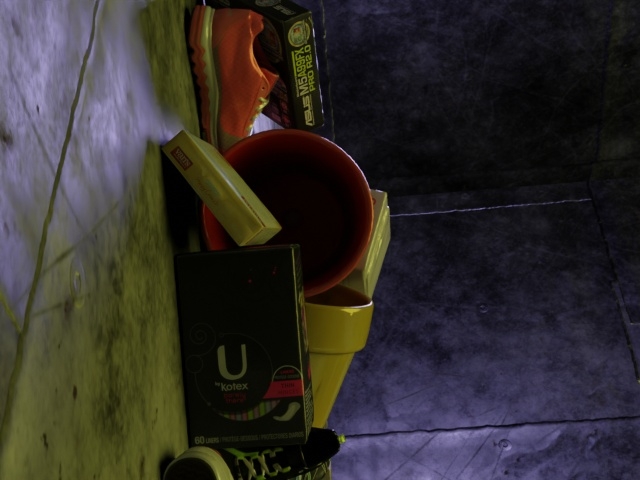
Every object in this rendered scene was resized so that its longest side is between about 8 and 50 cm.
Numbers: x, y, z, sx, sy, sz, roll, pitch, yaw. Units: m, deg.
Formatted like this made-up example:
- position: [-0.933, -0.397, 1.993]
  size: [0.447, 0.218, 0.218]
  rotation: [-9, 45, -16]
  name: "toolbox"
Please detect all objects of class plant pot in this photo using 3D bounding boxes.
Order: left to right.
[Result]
- position: [-0.051, -0.037, 1.732]
  size: [0.243, 0.275, 0.275]
  rotation: [58, 28, -87]
  name: "plant pot"
- position: [-0.053, 0.196, 1.803]
  size: [0.254, 0.254, 0.239]
  rotation: [-67, 169, -82]
  name: "plant pot"

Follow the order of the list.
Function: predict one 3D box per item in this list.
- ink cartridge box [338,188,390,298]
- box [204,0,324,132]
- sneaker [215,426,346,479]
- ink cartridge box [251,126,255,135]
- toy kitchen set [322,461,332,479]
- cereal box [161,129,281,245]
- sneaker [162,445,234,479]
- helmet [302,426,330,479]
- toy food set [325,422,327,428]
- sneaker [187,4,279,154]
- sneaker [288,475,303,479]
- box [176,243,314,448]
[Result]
- position: [0.000, 0.000, 1.963]
  size: [0.168, 0.232, 0.171]
  rotation: [79, 27, -61]
  name: "ink cartridge box"
- position: [-0.103, -0.329, 1.808]
  size: [0.270, 0.060, 0.216]
  rotation: [38, -34, 43]
  name: "box"
- position: [-0.066, 0.306, 1.491]
  size: [0.097, 0.234, 0.084]
  rotation: [-30, -104, 50]
  name: "sneaker"
- position: [-0.144, -0.111, 2.011]
  size: [0.311, 0.065, 0.186]
  rotation: [83, 5, -62]
  name: "ink cartridge box"
- position: [-0.026, 0.588, 2.498]
  size: [0.207, 0.122, 0.166]
  rotation: [-73, 159, -80]
  name: "toy kitchen set"
- position: [-0.136, -0.070, 1.492]
  size: [0.173, 0.047, 0.240]
  rotation: [51, 4, 3]
  name: "cereal box"
- position: [-0.123, 0.395, 1.285]
  size: [0.123, 0.106, 0.290]
  rotation: [-8, 92, -84]
  name: "sneaker"
- position: [-0.057, 0.391, 1.940]
  size: [0.161, 0.169, 0.169]
  rotation: [-119, -162, -54]
  name: "helmet"
- position: [-0.037, 0.449, 2.575]
  size: [0.232, 0.111, 0.104]
  rotation: [-94, 177, -57]
  name: "toy food set"
- position: [-0.132, -0.235, 1.721]
  size: [0.116, 0.136, 0.314]
  rotation: [-87, 172, -57]
  name: "sneaker"
- position: [-0.101, 0.436, 1.671]
  size: [0.323, 0.130, 0.236]
  rotation: [98, 2, -69]
  name: "sneaker"
- position: [-0.102, 0.145, 1.470]
  size: [0.143, 0.165, 0.270]
  rotation: [-13, 98, -87]
  name: "box"
